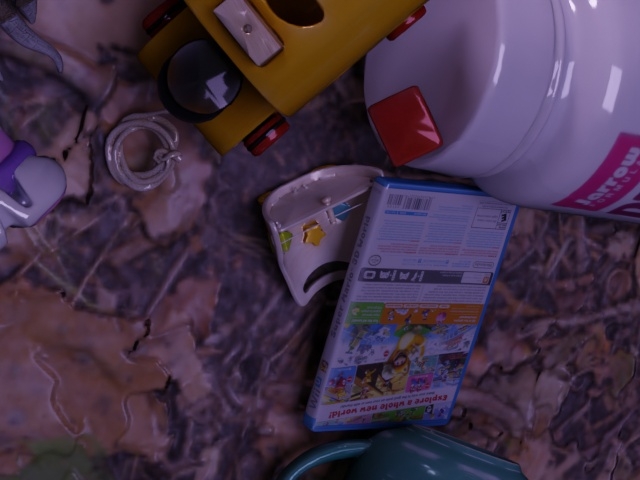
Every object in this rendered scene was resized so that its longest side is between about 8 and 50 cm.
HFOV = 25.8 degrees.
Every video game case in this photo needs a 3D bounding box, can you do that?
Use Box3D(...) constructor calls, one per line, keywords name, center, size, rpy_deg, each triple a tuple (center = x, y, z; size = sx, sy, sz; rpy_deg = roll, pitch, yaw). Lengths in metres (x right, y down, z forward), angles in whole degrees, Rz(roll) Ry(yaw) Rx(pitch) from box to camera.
Box3D(name="video game case", center=(0.059, 0.043, 0.887), size=(0.119, 0.015, 0.166), rpy_deg=(3, 110, -39))

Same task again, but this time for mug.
Box3D(name="mug", center=(0.065, 0.169, 0.874), size=(0.158, 0.129, 0.097), rpy_deg=(24, 86, -38))

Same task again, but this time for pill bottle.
Box3D(name="pill bottle", center=(0.180, -0.093, 0.871), size=(0.283, 0.160, 0.160), rpy_deg=(7, 97, -31))

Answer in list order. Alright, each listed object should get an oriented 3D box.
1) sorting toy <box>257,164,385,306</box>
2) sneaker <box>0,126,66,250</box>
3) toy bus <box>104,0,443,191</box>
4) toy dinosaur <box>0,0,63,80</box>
Box3D(name="sorting toy", center=(0.000, 0.000, 0.857), size=(0.083, 0.045, 0.075), rpy_deg=(-26, 121, -26))
Box3D(name="sneaker", center=(-0.245, 0.001, 0.687), size=(0.236, 0.095, 0.104), rpy_deg=(-41, 111, -22))
Box3D(name="toy bus", center=(-0.027, -0.114, 0.727), size=(0.191, 0.104, 0.202), rpy_deg=(5, 100, 4))
Box3D(name="toy dinosaur", center=(-0.252, -0.156, 0.628), size=(0.314, 0.121, 0.160), rpy_deg=(-3, 95, -33))
